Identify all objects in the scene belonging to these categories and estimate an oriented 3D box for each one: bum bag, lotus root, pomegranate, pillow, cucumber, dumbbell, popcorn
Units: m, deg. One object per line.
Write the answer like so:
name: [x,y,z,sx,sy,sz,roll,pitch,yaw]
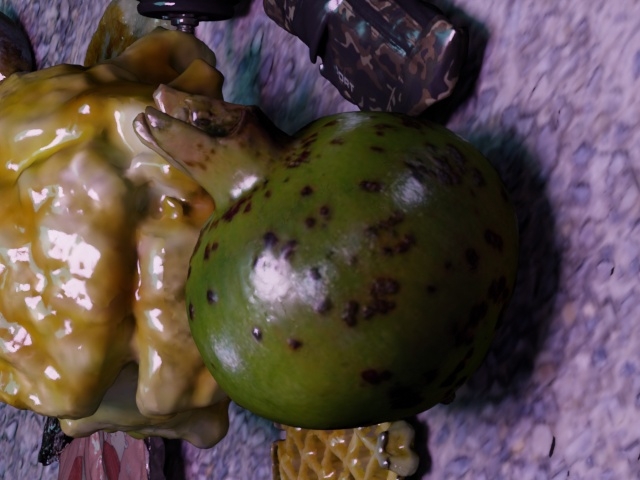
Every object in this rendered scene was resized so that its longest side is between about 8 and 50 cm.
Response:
bum bag: [0.023,-0.152,1.345,0.102,0.069,0.248,-57,39,18]
lotus root: [-0.330,-0.178,2.001,0.165,0.088,0.088,52,132,38]
pomegranate: [0.000,0.000,1.195,0.211,0.263,0.211,-39,14,11]
pillow: [-0.178,0.201,1.696,0.248,0.049,0.135,128,136,-51]
cucumber: [-0.228,0.145,1.810,0.033,0.034,0.134,-131,52,-59]
dumbbell: [-0.102,-0.243,1.556,0.099,0.099,0.208,1,88,62]
popcorn: [-0.142,0.009,1.414,0.335,0.279,0.274,28,123,53]

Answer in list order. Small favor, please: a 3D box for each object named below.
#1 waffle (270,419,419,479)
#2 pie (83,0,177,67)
waffle: [0.015,0.164,1.352,0.183,0.036,0.169,-27,65,60]
pie: [-0.159,-0.131,1.709,0.187,0.041,0.186,-17,70,60]
